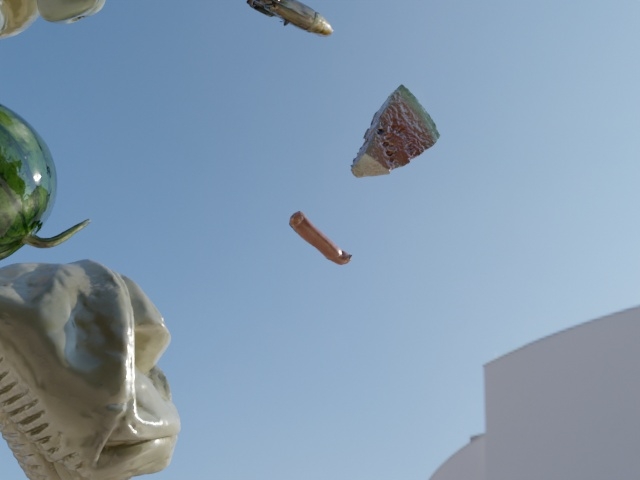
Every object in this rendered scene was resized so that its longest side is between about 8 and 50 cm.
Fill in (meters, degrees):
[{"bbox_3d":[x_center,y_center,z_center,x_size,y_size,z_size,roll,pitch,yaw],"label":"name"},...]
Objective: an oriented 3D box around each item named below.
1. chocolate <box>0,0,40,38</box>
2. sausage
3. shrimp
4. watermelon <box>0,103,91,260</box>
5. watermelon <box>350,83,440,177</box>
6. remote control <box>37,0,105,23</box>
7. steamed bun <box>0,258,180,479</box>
[{"bbox_3d":[-0.545,-0.459,0.969,0.326,0.297,0.314,21,-34,-10],"label":"chocolate"},{"bbox_3d":[0.000,0.000,1.353,0.158,0.036,0.042,39,-75,-18],"label":"sausage"},{"bbox_3d":[-0.074,-0.426,1.235,0.150,0.051,0.217,30,13,37],"label":"shrimp"},{"bbox_3d":[-0.374,-0.054,0.709,0.214,0.188,0.188,46,-47,-1],"label":"watermelon"},{"bbox_3d":[0.155,-0.219,1.489,0.154,0.241,0.094,44,-35,-2],"label":"watermelon"},{"bbox_3d":[-0.308,-0.406,0.796,0.090,0.309,0.038,-11,-9,17],"label":"remote control"},{"bbox_3d":[-0.344,0.180,0.970,0.342,0.255,0.367,-27,-82,48],"label":"steamed bun"}]
